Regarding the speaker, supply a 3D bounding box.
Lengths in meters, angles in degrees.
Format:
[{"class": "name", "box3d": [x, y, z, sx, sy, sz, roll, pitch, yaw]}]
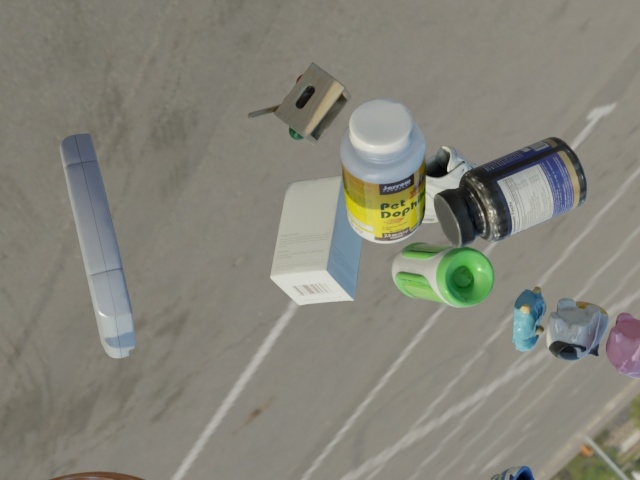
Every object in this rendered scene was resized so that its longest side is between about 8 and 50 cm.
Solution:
[{"class": "speaker", "box3d": [0.244, 0.067, 2.002, 0.131, 0.131, 0.296, -38, -169, -12]}]

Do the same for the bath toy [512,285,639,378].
[{"class": "bath toy", "box3d": [0.476, 0.174, 1.539, 0.151, 0.348, 0.129, -33, 130, -46]}]

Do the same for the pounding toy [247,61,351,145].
[{"class": "pounding toy", "box3d": [-0.034, -0.230, 1.672, 0.141, 0.100, 0.130, -52, 173, 4]}]

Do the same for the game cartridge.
[{"class": "game cartridge", "box3d": [-0.326, 0.004, 1.425, 0.062, 0.297, 0.198, -14, 156, -10]}]

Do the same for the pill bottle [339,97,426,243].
[{"class": "pill bottle", "box3d": [0.088, -0.096, 1.347, 0.117, 0.117, 0.215, -36, 151, -16]}]

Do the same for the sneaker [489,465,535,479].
[{"class": "sneaker", "box3d": [0.248, 0.328, 1.131, 0.053, 0.144, 0.059, -5, 146, -37]}]

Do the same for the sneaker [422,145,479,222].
[{"class": "sneaker", "box3d": [0.296, -0.117, 1.975, 0.305, 0.114, 0.152, -8, 126, -27]}]

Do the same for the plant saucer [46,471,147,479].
[{"class": "plant saucer", "box3d": [-0.236, 0.307, 0.984, 0.200, 0.200, 0.037, -20, 123, -45]}]

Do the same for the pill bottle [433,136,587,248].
[{"class": "pill bottle", "box3d": [0.296, -0.071, 1.535, 0.219, 0.123, 0.123, -22, 156, -9]}]

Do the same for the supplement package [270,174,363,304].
[{"class": "supplement package", "box3d": [0.000, 0.000, 1.565, 0.105, 0.179, 0.105, -7, 147, 28]}]
